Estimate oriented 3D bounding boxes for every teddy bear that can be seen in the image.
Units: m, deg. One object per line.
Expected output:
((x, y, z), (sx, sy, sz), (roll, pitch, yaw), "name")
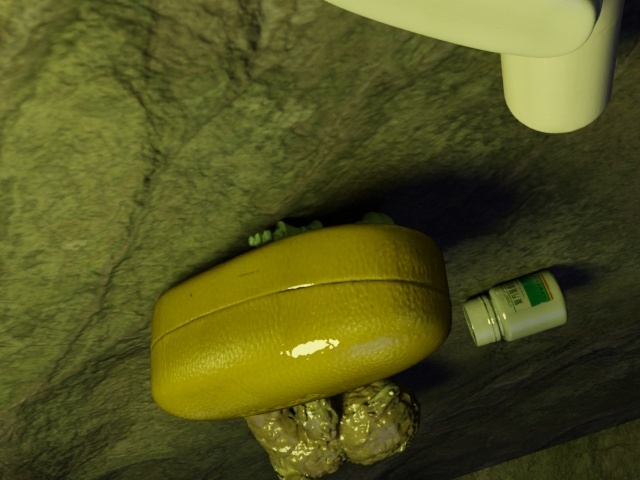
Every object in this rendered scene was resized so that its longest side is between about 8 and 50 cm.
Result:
((0.030, 0.282, 1.364), (0.256, 0.156, 0.267), (-22, 153, 5), "teddy bear")

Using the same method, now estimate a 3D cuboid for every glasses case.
((-0.045, 0.098, 0.877), (0.173, 0.141, 0.371), (17, 151, -40), "glasses case")
((0.068, -0.157, 0.525), (0.197, 0.049, 0.076), (17, 163, 7), "glasses case")

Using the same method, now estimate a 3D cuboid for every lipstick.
((0.155, -0.185, 0.571), (0.087, 0.087, 0.327), (-20, 154, 5), "lipstick")

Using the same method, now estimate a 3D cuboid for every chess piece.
((0.000, 0.000, 0.890), (0.149, 0.059, 0.059), (-1, 150, -22), "chess piece")

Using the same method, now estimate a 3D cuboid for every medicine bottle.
((0.268, 0.096, 1.219), (0.130, 0.080, 0.080), (-18, 155, 2), "medicine bottle")
